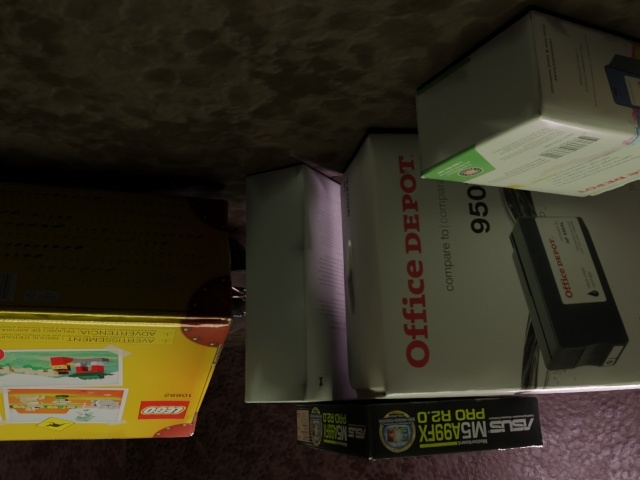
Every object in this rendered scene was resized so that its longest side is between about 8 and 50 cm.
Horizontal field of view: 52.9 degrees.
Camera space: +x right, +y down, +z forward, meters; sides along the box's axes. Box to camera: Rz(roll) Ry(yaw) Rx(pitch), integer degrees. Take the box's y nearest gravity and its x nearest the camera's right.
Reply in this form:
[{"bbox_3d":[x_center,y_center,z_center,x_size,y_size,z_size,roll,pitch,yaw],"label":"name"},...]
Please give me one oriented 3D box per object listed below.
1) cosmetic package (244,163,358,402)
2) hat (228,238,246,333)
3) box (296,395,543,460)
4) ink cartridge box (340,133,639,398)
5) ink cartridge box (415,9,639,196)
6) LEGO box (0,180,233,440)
[{"bbox_3d":[0.033,0.083,0.926,0.097,0.284,0.377,-10,164,27],"label":"cosmetic package"},{"bbox_3d":[-0.219,0.072,1.155,0.331,0.134,0.331,-15,158,-6],"label":"hat"},{"bbox_3d":[0.108,0.232,0.821,0.216,0.060,0.270,3,166,-19],"label":"box"},{"bbox_3d":[0.234,0.034,0.755,0.395,0.285,0.166,-1,166,-8],"label":"ink cartridge box"},{"bbox_3d":[0.216,-0.107,0.579,0.212,0.093,0.154,5,165,-26],"label":"ink cartridge box"},{"bbox_3d":[-0.393,0.111,0.851,0.500,0.193,0.372,4,142,-18],"label":"LEGO box"}]
